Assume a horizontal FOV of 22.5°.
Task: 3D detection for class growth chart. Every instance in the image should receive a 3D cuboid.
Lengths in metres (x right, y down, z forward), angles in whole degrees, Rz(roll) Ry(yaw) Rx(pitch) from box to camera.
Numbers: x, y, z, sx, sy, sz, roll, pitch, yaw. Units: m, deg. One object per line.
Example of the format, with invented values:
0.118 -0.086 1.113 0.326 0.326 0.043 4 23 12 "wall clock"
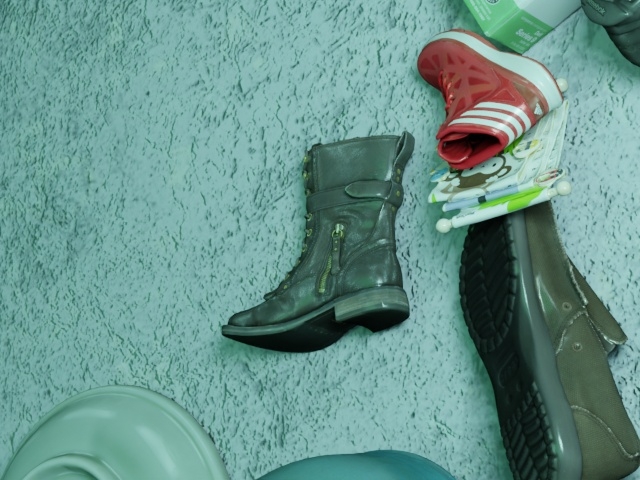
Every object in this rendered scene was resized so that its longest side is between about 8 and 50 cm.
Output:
0.187 -0.089 1.688 0.172 0.021 0.237 -20 30 23 "growth chart"

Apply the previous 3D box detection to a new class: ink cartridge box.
0.243 -0.330 1.731 0.212 0.093 0.154 -40 61 23 "ink cartridge box"

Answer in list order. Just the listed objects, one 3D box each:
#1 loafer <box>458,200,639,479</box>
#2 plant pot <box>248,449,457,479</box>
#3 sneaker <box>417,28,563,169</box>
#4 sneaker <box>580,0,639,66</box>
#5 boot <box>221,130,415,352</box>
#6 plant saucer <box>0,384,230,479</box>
0.237 0.099 1.646 0.134 0.130 0.366 126 142 -54 "loafer"
0.001 0.342 1.657 0.272 0.255 0.271 -8 75 33 "plant pot"
0.143 -0.150 1.714 0.128 0.087 0.221 -41 29 -16 "sneaker"
0.380 -0.295 1.625 0.286 0.130 0.109 -47 40 -7 "sneaker"
0.000 0.000 1.846 0.263 0.091 0.229 -15 67 28 "boot"
-0.282 0.370 1.944 0.400 0.100 0.400 -7 77 33 "plant saucer"
